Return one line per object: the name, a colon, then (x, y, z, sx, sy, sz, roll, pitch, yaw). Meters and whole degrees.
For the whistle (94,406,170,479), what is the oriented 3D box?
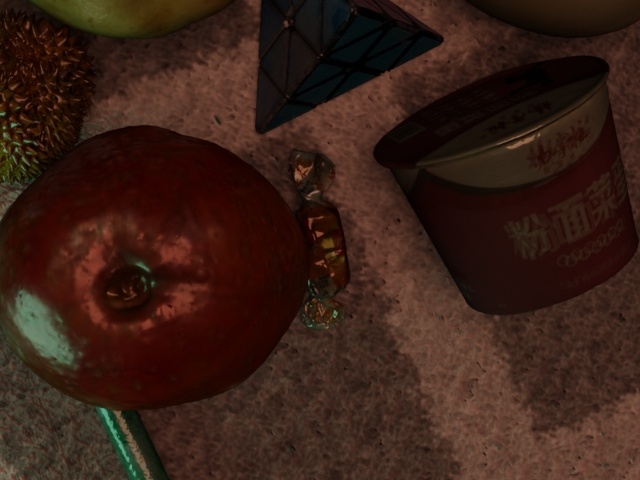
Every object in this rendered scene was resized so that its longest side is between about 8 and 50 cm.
whistle: (-0.184, 0.200, 1.277, 0.039, 0.039, 0.186, -26, 97, -7)

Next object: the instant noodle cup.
instant noodle cup: (0.190, -0.051, 1.240, 0.235, 0.235, 0.178, -27, 107, -7)

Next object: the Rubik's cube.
Rubik's cube: (0.000, -0.226, 1.216, 0.211, 0.178, 0.190, -32, 95, -8)

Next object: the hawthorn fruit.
hawthorn fruit: (-0.155, 0.032, 1.167, 0.284, 0.284, 0.284, -1, 93, -10)

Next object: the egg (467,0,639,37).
egg: (0.215, -0.306, 1.223, 0.269, 0.219, 0.219, 20, 90, -15)

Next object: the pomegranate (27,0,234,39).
pomegranate: (-0.170, -0.326, 1.138, 0.307, 0.307, 0.307, -1, 93, -10)

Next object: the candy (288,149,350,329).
candy: (0.000, 0.000, 1.291, 0.053, 0.046, 0.182, -8, 97, -7)

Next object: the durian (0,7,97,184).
durian: (-0.271, -0.128, 1.184, 0.137, 0.168, 0.158, 33, 66, 14)
